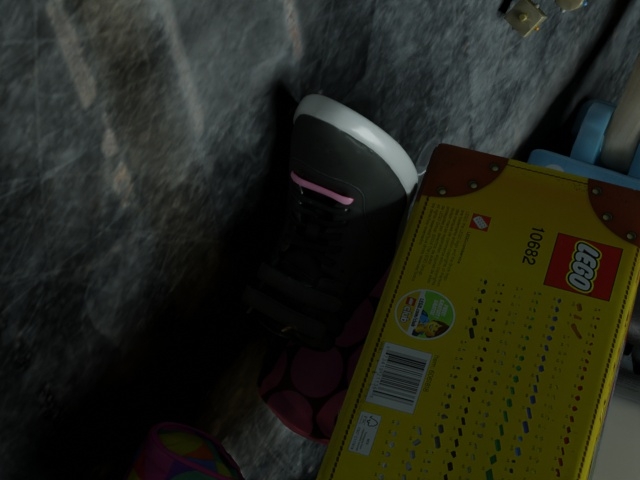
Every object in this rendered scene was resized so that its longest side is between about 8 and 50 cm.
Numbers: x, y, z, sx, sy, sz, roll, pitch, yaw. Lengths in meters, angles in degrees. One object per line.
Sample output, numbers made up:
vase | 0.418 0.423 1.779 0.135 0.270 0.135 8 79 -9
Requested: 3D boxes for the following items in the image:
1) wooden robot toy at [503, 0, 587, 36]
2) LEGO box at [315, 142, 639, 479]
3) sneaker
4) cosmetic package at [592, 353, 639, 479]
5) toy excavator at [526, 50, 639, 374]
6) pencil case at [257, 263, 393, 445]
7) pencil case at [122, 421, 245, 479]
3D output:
wooden robot toy | 0.241 -0.265 1.758 0.173 0.076 0.079 -63 169 12
LEGO box | 0.109 0.236 1.525 0.372 0.193 0.500 90 18 -55
sneaker | 0.000 0.000 1.529 0.147 0.104 0.296 -57 164 -19
cosmetic package | 0.310 0.299 2.223 0.393 0.329 0.327 2 104 -63
toy excavator | 0.340 -0.114 2.051 0.433 0.222 0.445 50 59 -68
pencil case | 0.028 0.084 1.733 0.098 0.095 0.209 32 92 -35
pencil case | -0.148 0.271 1.586 0.236 0.104 0.104 -63 158 13
